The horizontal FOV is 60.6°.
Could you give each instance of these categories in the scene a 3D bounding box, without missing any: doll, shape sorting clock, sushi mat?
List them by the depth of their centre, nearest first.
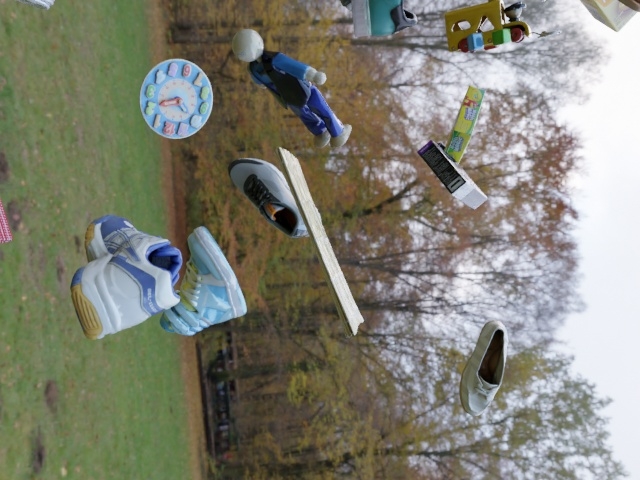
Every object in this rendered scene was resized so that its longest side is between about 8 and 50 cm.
[{"bbox_3d":[-0.036,-0.193,0.692,0.129,0.189,0.046,11,-115,52],"label":"doll"},{"bbox_3d":[0.000,0.000,0.901,0.151,0.019,0.316,8,59,-79],"label":"sushi mat"},{"bbox_3d":[-0.374,-0.368,1.433,0.040,0.206,0.206,34,-47,42],"label":"shape sorting clock"}]

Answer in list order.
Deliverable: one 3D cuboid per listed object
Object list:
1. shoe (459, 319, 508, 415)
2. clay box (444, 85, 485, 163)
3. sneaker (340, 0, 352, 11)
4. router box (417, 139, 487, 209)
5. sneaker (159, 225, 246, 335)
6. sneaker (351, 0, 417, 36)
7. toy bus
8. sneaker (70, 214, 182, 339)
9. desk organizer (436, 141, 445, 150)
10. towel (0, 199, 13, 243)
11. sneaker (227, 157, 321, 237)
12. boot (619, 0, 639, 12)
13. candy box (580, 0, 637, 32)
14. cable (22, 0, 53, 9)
[{"bbox_3d":[0.361,0.284,1.203,0.058,0.077,0.218,-110,-146,-87],"label":"shoe"},{"bbox_3d":[0.377,-0.293,1.461,0.127,0.053,0.222,100,12,-56],"label":"clay box"},{"bbox_3d":[0.069,-0.623,1.044,0.366,0.210,0.137,130,-33,-50],"label":"sneaker"},{"bbox_3d":[0.305,-0.147,1.254,0.179,0.046,0.133,16,37,-58],"label":"router box"},{"bbox_3d":[-0.307,0.119,1.310,0.127,0.208,0.318,52,-18,40],"label":"sneaker"},{"bbox_3d":[0.104,-0.477,0.870,0.302,0.121,0.108,81,9,-47],"label":"sneaker"},{"bbox_3d":[0.363,-0.461,1.156,0.191,0.202,0.104,-156,-128,-66],"label":"toy bus"},{"bbox_3d":[-0.261,0.038,0.781,0.296,0.131,0.111,-125,-157,-60],"label":"sneaker"},{"bbox_3d":[0.394,-0.266,1.765,0.050,0.130,0.047,-11,-113,36],"label":"desk organizer"},{"bbox_3d":[-0.582,-0.086,0.895,0.275,0.031,0.198,-178,-107,-75],"label":"towel"},{"bbox_3d":[-0.121,-0.106,1.315,0.100,0.272,0.108,-57,166,26],"label":"sneaker"},{"bbox_3d":[0.533,-0.419,0.754,0.109,0.284,0.220,-62,176,-47],"label":"boot"},{"bbox_3d":[0.598,-0.596,1.125,0.183,0.317,0.087,-50,-135,23],"label":"candy box"},{"bbox_3d":[-0.749,-0.621,1.264,0.257,0.257,0.089,34,-70,55],"label":"cable"}]
